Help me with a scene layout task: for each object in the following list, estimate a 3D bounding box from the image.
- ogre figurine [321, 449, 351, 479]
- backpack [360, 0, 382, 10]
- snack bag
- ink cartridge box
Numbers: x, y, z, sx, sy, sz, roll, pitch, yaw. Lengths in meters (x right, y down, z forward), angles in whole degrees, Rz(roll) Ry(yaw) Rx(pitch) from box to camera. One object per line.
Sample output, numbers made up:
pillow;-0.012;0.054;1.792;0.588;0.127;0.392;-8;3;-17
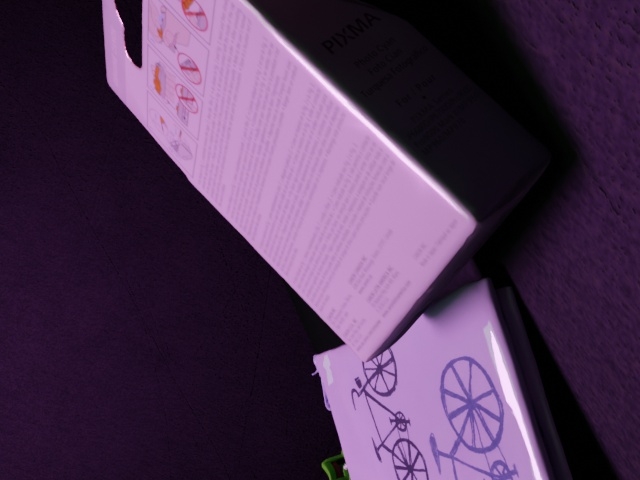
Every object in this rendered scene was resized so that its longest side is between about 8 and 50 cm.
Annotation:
ogre figurine;0.064;0.288;1.086;0.118;0.097;0.197;39;161;53
backpack;0.015;-0.152;0.799;0.084;0.114;0.105;44;169;0
snack bag;0.121;0.233;0.893;0.342;0.037;0.323;-34;69;56
ink cartridge box;-0.030;-0.102;0.745;0.385;0.091;0.308;47;155;11
